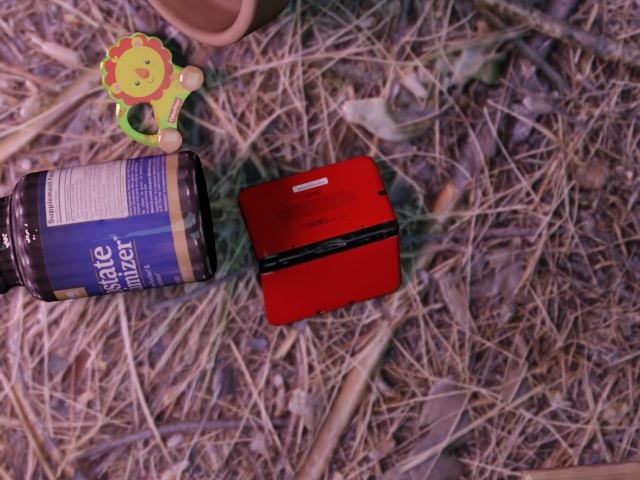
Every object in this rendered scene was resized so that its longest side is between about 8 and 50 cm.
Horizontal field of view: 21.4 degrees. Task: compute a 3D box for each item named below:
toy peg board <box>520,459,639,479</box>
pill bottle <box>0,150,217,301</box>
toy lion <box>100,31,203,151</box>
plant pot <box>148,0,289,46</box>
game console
[{"bbox_3d":[0.299,0.323,1.782,0.161,0.079,0.160,-3,101,-14],"label":"toy peg board"},{"bbox_3d":[-0.212,-0.009,1.560,0.219,0.123,0.122,-8,103,1],"label":"pill bottle"},{"bbox_3d":[-0.165,-0.143,1.605,0.096,0.034,0.100,18,96,-10],"label":"toy lion"},{"bbox_3d":[-0.051,-0.334,1.503,0.229,0.263,0.263,-30,107,-25],"label":"plant pot"},{"bbox_3d":[0.000,0.000,1.681,0.144,0.085,0.124,-16,73,-11],"label":"game console"}]
